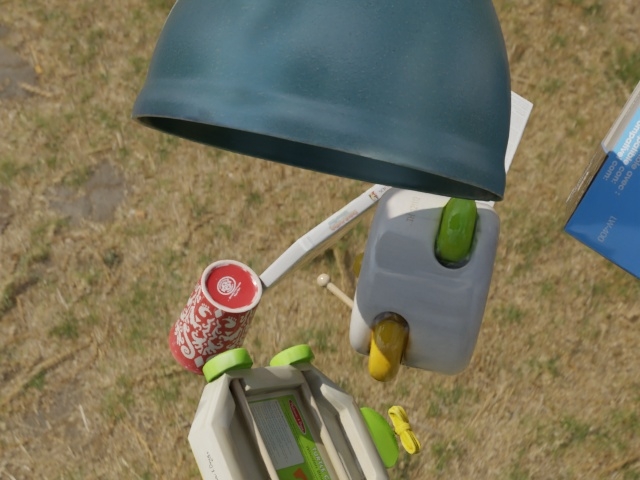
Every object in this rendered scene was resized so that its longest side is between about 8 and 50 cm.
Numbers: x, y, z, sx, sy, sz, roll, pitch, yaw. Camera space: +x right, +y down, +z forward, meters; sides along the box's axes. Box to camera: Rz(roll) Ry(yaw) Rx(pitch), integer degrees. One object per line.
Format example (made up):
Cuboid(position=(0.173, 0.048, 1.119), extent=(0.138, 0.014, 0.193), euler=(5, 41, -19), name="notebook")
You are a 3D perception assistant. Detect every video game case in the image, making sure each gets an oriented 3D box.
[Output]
Cuboid(position=(0.000, 0.000, 1.413), extent=(0.206, 0.227, 0.026), euler=(-36, 86, -34), name="video game case")

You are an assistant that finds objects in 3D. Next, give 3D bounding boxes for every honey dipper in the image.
Cuboid(position=(0.058, 0.094, 1.174), extent=(0.160, 0.030, 0.030), euler=(42, 66, 15), name="honey dipper")

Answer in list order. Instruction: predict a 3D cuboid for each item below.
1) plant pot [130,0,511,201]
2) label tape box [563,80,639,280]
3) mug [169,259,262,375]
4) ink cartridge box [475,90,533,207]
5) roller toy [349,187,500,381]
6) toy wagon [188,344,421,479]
Cuboid(position=(0.017, -0.156, 0.741), extent=(0.293, 0.293, 0.196), euler=(12, 91, 5), name="plant pot")
Cuboid(position=(0.334, -0.094, 0.896), extent=(0.106, 0.333, 0.241), euler=(31, 105, 9), name="label tape box")
Cuboid(position=(-0.156, 0.097, 1.423), extent=(0.113, 0.169, 0.150), euler=(4, 54, -19), name="mug")
Cuboid(position=(0.188, -0.138, 1.260), extent=(0.145, 0.045, 0.179), euler=(29, 72, -11), name="ink cartridge box")
Cuboid(position=(0.107, 0.044, 1.041), extent=(0.146, 0.191, 0.209), euler=(12, 95, 7), name="roller toy")
Cuboid(position=(-0.001, 0.253, 1.112), extent=(0.344, 0.068, 0.267), euler=(5, 55, -54), name="toy wagon")
